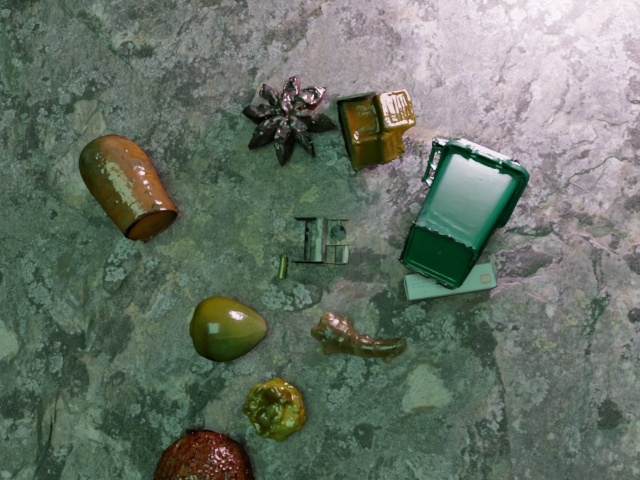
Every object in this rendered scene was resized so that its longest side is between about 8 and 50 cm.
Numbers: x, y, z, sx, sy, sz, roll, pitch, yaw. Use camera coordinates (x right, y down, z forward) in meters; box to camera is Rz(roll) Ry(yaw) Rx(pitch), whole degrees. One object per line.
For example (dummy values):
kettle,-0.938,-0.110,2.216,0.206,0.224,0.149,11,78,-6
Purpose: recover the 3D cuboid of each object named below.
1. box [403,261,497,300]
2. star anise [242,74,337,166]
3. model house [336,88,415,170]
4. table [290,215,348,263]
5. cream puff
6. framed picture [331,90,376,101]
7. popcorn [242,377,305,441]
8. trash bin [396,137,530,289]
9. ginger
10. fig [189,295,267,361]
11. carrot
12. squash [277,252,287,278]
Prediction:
box,0.385,0.125,1.744,0.269,0.135,0.079,-10,81,9
star anise,-0.110,-0.407,1.938,0.332,0.117,0.331,-3,74,10
model house,0.184,-0.361,1.862,0.239,0.173,0.268,-12,84,1
table,0.000,0.000,1.876,0.175,0.062,0.146,0,80,13
cream puff,-0.352,0.737,1.729,0.351,0.229,0.350,-2,82,11
framed picture,0.109,-0.463,1.871,0.136,0.201,0.010,-9,104,9
popcorn,-0.137,0.513,1.766,0.198,0.155,0.197,0,92,6
trash bin,0.380,-0.085,1.656,0.295,0.259,0.381,26,53,15
ginger,0.116,0.300,1.797,0.295,0.086,0.131,8,73,4
fig,-0.293,0.283,1.821,0.230,0.207,0.207,26,85,-20
carrot,-0.644,-0.180,1.943,0.224,0.224,0.340,-34,79,3
squash,-0.122,0.082,1.900,0.027,0.027,0.083,5,82,11
